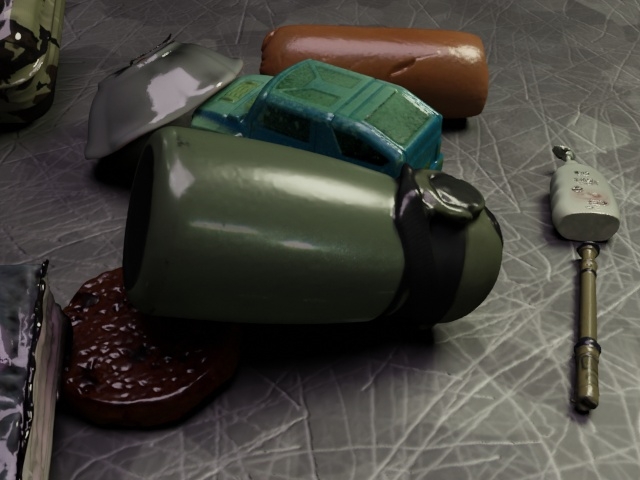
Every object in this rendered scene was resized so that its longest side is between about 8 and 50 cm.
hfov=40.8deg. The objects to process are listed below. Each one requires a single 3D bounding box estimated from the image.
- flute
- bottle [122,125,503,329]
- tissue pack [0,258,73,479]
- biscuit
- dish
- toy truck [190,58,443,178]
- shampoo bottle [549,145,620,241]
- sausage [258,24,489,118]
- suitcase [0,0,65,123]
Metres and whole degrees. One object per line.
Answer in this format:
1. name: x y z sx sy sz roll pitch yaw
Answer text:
1. flute: 0.267 0.079 0.859 0.027 0.027 0.233 10 39 10
2. bottle: 0.001 -0.001 0.799 0.347 0.168 0.168 6 36 -21
3. tissue pack: -0.384 0.149 0.644 0.361 0.122 0.259 -3 51 -5
4. biscuit: -0.163 0.093 0.808 0.192 0.049 0.192 -1 45 1
5. dish: -0.207 -0.189 1.045 0.229 0.081 0.229 -27 19 10
6. toy truck: -0.006 -0.110 0.983 0.279 0.156 0.155 22 42 22
7. shampoo bottle: 0.307 -0.062 1.023 0.077 0.045 0.152 4 38 3
8. sausage: 0.068 -0.227 1.159 0.304 0.121 0.121 2 38 -1
9. suitcase: -0.517 -0.256 1.114 0.351 0.194 0.339 -2 61 -4
